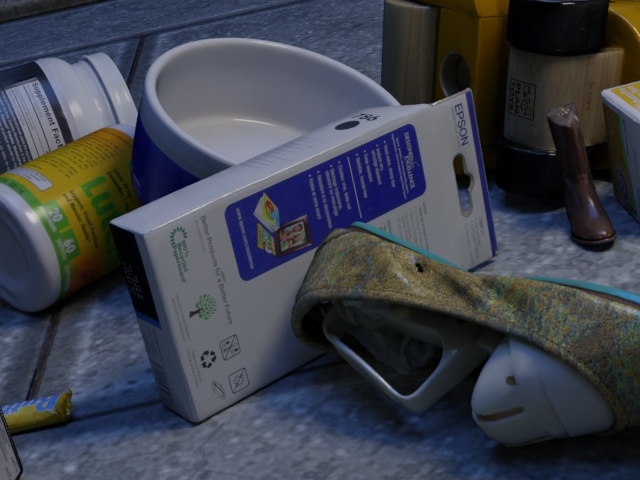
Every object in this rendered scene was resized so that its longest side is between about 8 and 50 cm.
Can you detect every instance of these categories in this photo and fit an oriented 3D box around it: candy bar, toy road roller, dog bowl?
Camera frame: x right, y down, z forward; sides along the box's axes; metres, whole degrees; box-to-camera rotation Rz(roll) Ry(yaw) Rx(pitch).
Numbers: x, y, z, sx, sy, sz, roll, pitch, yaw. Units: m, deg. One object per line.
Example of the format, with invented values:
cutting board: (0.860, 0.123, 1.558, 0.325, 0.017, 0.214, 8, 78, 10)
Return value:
candy bar: (-0.275, 0.147, 0.962, 0.161, 0.018, 0.040, -12, 22, 3)
toy road roller: (0.235, -0.180, 1.257, 0.240, 0.202, 0.329, -11, 24, -30)
dog bowl: (-0.048, -0.088, 1.151, 0.265, 0.104, 0.265, 12, 34, -8)

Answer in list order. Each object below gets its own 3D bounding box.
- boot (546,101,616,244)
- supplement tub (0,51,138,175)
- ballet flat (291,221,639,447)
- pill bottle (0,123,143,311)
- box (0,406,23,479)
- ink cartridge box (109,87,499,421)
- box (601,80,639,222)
boot: (0.232, -0.062, 1.067, 0.037, 0.114, 0.106, -13, 22, -2)
supplement tub: (-0.350, -0.095, 1.350, 0.272, 0.191, 0.191, -20, 24, -19)
ballet flat: (0.112, 0.078, 0.819, 0.123, 0.123, 0.348, -30, 33, -36)
pill bottle: (-0.228, -0.039, 1.223, 0.136, 0.136, 0.245, 9, 31, 42)
box: (-0.353, 0.080, 0.831, 0.216, 0.270, 0.060, -8, 24, 12)
ink cartridge box: (0.000, 0.000, 0.977, 0.332, 0.165, 0.065, -25, 24, -30)
box: (0.371, -0.095, 1.075, 0.203, 0.114, 0.103, -14, 24, -2)
